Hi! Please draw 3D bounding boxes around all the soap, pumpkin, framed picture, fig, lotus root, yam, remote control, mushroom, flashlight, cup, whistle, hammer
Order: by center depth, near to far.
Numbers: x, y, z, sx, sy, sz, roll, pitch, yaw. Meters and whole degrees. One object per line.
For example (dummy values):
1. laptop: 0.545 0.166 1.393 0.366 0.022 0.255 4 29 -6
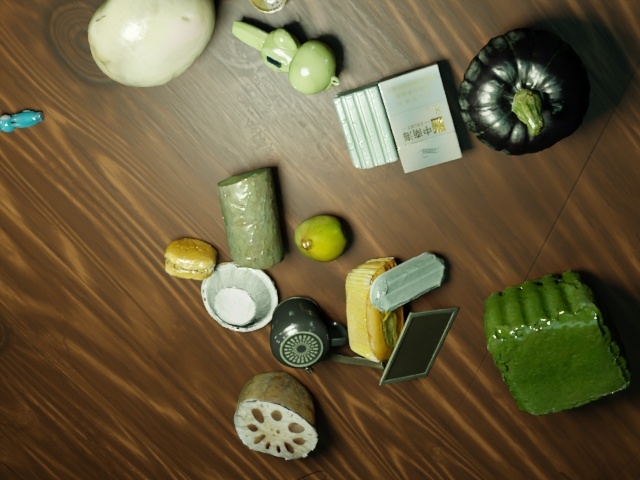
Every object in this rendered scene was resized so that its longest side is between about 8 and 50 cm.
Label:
1. pumpkin: 0.462 -0.332 1.549 0.295 0.296 0.296 3 113 7
2. mushroom: -0.381 -0.528 1.601 0.315 0.356 0.315 13 157 5
3. whistle: -0.073 -0.468 1.670 0.294 0.141 0.141 42 113 9
4. soap: 0.118 -0.289 1.730 0.119 0.066 0.198 -13 110 15
5. remote control: 0.238 0.111 1.813 0.247 0.052 0.104 -25 113 -28
6. yam: -0.185 -0.063 1.821 0.161 0.161 0.268 -5 112 11
7. fig: 0.001 -0.006 1.843 0.153 0.121 0.136 2 121 -20
8. flashlight: -0.824 -0.328 1.868 0.129 0.051 0.051 -8 111 6
9. framed picture: 0.276 0.296 1.916 0.197 0.014 0.252 -1 121 -38
10. cup: -0.036 0.259 1.925 0.223 0.176 0.169 3 115 -11
11. hammer: 0.052 0.346 1.979 0.297 0.027 0.125 0 117 30
12. lotus root: -0.126 0.514 2.042 0.272 0.192 0.272 3 123 4

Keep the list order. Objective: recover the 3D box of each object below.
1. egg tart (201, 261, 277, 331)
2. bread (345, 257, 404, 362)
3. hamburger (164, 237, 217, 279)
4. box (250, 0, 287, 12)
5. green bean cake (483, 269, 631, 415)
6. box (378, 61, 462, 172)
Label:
1. egg tart: -0.238 0.171 1.964 0.234 0.094 0.234 3 116 7
2. bread: 0.155 0.191 1.885 0.119 0.152 0.288 11 117 35
3. hamburger: -0.366 0.050 1.907 0.147 0.138 0.083 12 112 -6
4. box: -0.125 -0.609 1.649 0.105 0.037 0.106 3 114 7
5. green bean cake: 0.624 0.278 1.826 0.335 0.218 0.319 -19 116 22
6. box: 0.252 -0.306 1.702 0.155 0.067 0.243 -15 109 16
